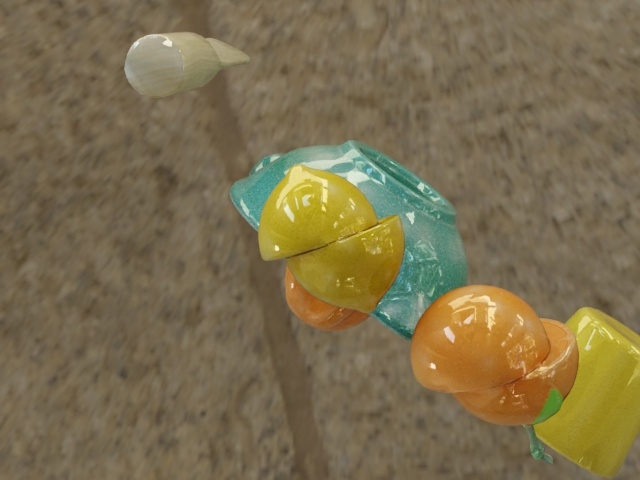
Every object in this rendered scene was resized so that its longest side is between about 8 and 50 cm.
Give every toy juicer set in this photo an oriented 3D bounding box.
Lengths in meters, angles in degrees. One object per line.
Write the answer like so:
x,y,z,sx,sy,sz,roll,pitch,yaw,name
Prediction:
0.000,0.000,0.878,0.329,0.209,0.089,39,102,23,toy juicer set
